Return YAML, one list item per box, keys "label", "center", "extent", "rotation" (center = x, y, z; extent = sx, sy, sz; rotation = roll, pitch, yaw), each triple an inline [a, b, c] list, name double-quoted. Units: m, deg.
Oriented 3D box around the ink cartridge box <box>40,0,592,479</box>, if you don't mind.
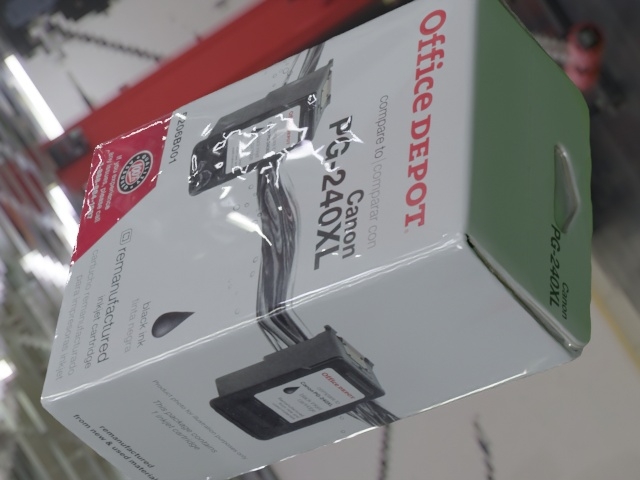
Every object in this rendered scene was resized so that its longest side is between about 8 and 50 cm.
- label: "ink cartridge box"
  center: [0.000, 0.000, 0.558]
  extent: [0.063, 0.150, 0.109]
  rotation: [45, -144, -35]
